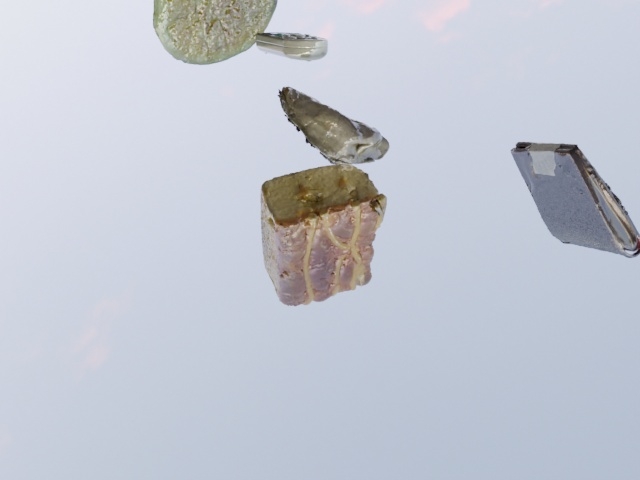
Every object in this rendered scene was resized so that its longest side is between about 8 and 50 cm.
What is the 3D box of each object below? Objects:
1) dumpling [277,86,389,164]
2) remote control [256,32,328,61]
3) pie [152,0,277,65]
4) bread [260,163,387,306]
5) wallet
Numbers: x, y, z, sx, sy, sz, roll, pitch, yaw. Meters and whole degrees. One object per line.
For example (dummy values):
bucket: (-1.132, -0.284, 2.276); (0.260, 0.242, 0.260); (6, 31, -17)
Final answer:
dumpling: (0.048, -0.270, 1.965); (0.086, 0.332, 0.166); (-46, -147, 40)
remote control: (-0.052, -0.338, 1.392); (0.078, 0.042, 0.221); (-7, -162, -20)
pie: (-0.216, -0.485, 1.648); (0.277, 0.277, 0.079); (-34, -128, 10)
bread: (0.000, 0.000, 1.324); (0.184, 0.275, 0.114); (-14, -120, -12)
wallet: (0.501, -0.083, 1.600); (0.071, 0.262, 0.221); (-38, -163, -7)
